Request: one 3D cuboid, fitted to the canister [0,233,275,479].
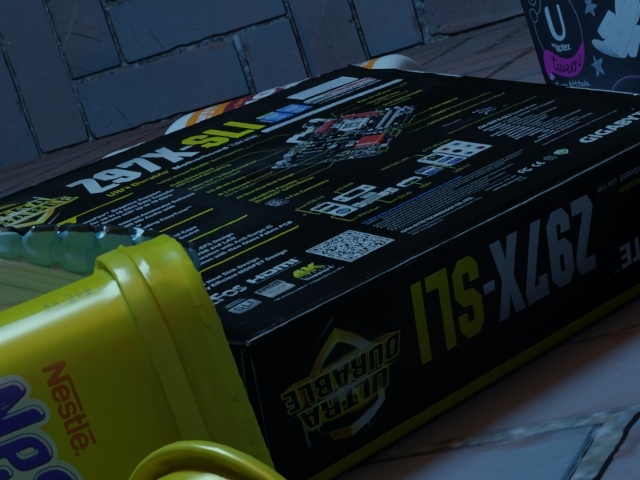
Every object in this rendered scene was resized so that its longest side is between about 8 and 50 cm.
[{"bbox_3d":[-0.101,0.087,0.523,0.170,0.126,0.073,-22,10,-13],"label":"canister"}]

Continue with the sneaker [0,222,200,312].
[{"bbox_3d":[-0.167,0.062,0.576,0.283,0.122,0.110,-3,-10,-22],"label":"sneaker"}]

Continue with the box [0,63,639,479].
[{"bbox_3d":[0.000,0.000,0.831,0.257,0.079,0.322,9,26,45],"label":"box"}]

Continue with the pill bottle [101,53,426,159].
[{"bbox_3d":[-0.030,-0.036,1.135,0.221,0.121,0.121,-14,10,22],"label":"pill bottle"}]

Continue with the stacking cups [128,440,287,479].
[{"bbox_3d":[-0.123,0.140,0.321,0.316,0.096,0.096,-25,11,-40],"label":"stacking cups"}]

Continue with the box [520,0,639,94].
[{"bbox_3d":[0.270,-0.146,1.147,0.163,0.142,0.247,-22,10,-21],"label":"box"}]
